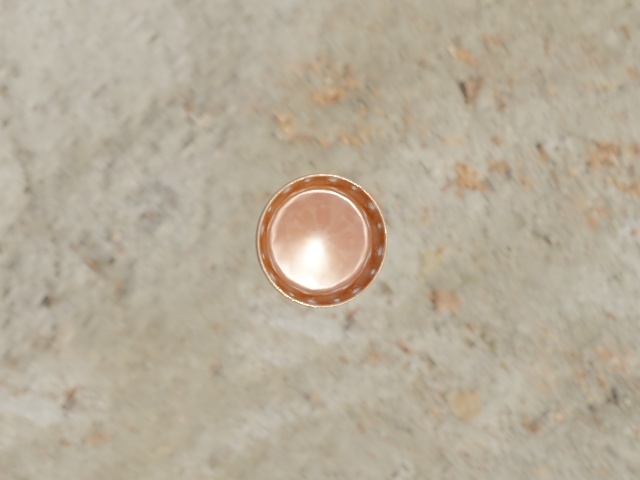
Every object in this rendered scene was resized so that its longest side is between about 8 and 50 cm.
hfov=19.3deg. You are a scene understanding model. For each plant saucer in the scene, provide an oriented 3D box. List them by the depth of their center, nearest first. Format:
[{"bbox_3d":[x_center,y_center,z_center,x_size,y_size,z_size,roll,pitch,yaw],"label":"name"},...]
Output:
[{"bbox_3d":[0.000,0.000,1.162,0.084,0.013,0.083,0,92,-15],"label":"plant saucer"}]
